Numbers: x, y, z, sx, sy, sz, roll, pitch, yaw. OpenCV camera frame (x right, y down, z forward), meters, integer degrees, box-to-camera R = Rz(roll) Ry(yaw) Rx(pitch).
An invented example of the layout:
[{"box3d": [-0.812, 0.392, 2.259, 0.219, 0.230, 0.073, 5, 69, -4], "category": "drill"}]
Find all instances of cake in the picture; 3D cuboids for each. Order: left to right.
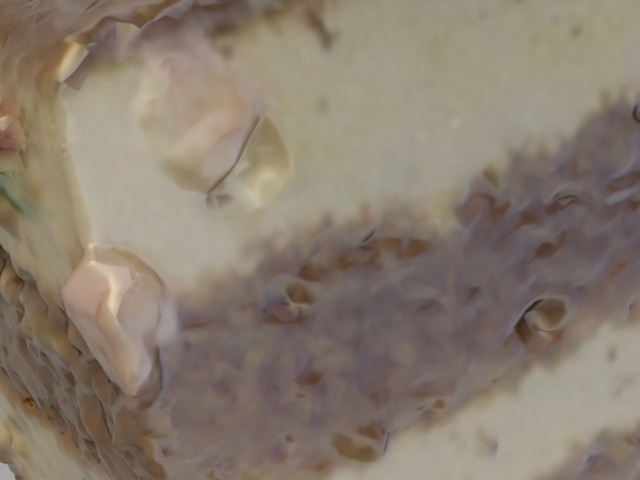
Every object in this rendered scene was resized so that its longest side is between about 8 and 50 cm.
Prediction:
[{"box3d": [0.000, 0.000, 0.681, 0.255, 0.282, 0.290, 26, -46, 54], "category": "cake"}]
